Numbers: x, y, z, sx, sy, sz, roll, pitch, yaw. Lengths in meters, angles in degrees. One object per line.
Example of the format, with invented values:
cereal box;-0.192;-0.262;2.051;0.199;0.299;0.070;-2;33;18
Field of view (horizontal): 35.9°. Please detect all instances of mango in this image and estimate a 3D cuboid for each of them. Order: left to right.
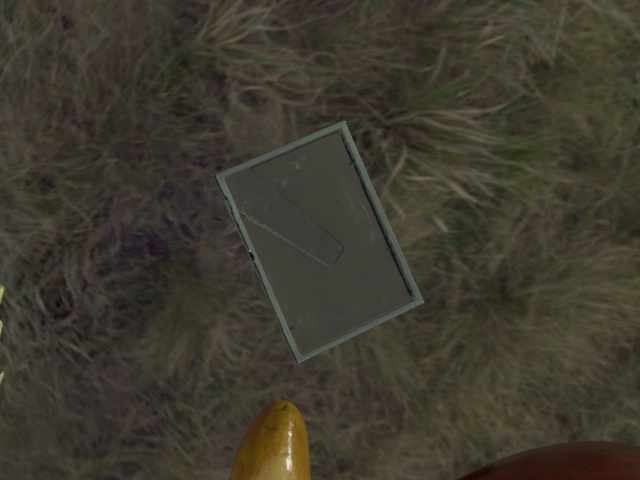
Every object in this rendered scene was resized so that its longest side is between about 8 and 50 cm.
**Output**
mango;-0.064;0.311;1.286;0.109;0.147;0.227;11;57;1

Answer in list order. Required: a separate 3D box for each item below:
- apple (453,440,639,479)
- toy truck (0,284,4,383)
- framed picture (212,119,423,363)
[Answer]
apple;0.130;0.211;0.501;0.234;0.234;0.234;-1;93;-21
toy truck;-0.299;0.087;0.737;0.124;0.272;0.157;21;72;-14
framed picture;0.000;0.000;1.626;0.247;0.022;0.335;-25;91;-17
